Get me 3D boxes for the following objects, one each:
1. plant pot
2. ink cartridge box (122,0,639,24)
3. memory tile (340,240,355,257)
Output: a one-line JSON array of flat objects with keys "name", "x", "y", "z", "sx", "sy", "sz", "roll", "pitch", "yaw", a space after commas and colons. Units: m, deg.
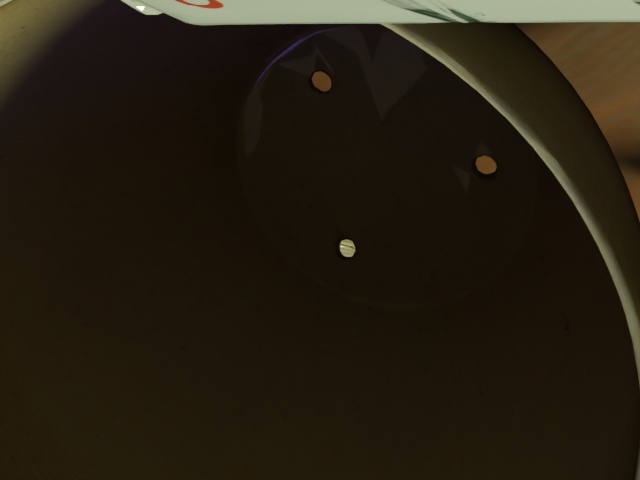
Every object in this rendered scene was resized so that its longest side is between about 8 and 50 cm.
[{"name": "plant pot", "x": -0.004, "y": 0.006, "z": 0.599, "sx": 0.284, "sy": 0.284, "sz": 0.191, "roll": 9, "pitch": -152, "yaw": 16}, {"name": "ink cartridge box", "x": 0.012, "y": -0.100, "z": 0.280, "sx": 0.208, "sy": 0.087, "sz": 0.153, "roll": 5, "pitch": 171, "yaw": 37}, {"name": "memory tile", "x": 0.000, "y": 0.000, "z": 1.374, "sx": 0.148, "sy": 0.012, "sz": 0.113, "roll": 6, "pitch": 171, "yaw": 34}]
